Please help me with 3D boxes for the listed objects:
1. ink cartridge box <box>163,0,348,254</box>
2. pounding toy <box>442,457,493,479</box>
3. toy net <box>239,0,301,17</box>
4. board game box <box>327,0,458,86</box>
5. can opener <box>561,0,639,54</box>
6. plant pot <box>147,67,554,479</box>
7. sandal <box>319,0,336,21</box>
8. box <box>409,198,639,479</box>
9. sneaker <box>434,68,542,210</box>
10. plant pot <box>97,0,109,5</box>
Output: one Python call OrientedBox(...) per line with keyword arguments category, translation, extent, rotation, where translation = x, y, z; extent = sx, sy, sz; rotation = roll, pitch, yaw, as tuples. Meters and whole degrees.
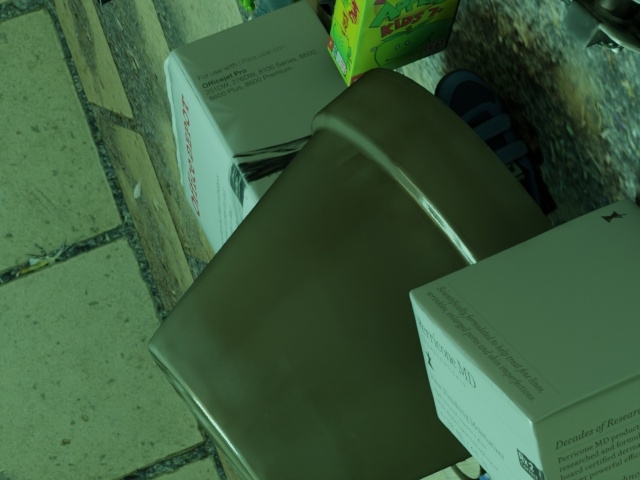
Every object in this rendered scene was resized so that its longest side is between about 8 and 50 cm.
OrientedBox(category="ink cartridge box", translation=(0.000, 0.000, 1.752), extent=(0.395, 0.166, 0.285), rotation=(60, 165, 27))
OrientedBox(category="pounding toy", translation=(0.135, 0.190, 1.550), extent=(0.154, 0.154, 0.269), rotation=(66, 167, -11))
OrientedBox(category="toy net", translation=(-0.059, -0.312, 1.770), extent=(0.232, 0.045, 0.122), rotation=(85, 161, -45))
OrientedBox(category="board game box", translation=(0.062, -0.196, 1.366), extent=(0.181, 0.092, 0.043), rotation=(101, 145, -67))
OrientedBox(category="can opener", translation=(0.157, -0.201, 1.092), extent=(0.283, 0.076, 0.095), rotation=(56, 130, 44))
OrientedBox(category="plant pot", translation=(0.030, 0.075, 1.365), extent=(0.323, 0.280, 0.323), rotation=(50, 171, 11))
OrientedBox(category="sandal", translation=(0.023, -0.207, 1.610), extent=(0.179, 0.040, 0.067), rotation=(100, 146, -66))
OrientedBox(category="box", translation=(0.183, 0.085, 1.144), extent=(0.181, 0.181, 0.119), rotation=(-132, 23, -56))
OrientedBox(category="sneaker", translation=(0.138, -0.070, 1.361), extent=(0.144, 0.053, 0.059), rotation=(63, 172, -17))
OrientedBox(category="plant pot", translation=(-0.216, -0.415, 1.947), extent=(0.187, 0.167, 0.188), rotation=(61, 166, 26))
